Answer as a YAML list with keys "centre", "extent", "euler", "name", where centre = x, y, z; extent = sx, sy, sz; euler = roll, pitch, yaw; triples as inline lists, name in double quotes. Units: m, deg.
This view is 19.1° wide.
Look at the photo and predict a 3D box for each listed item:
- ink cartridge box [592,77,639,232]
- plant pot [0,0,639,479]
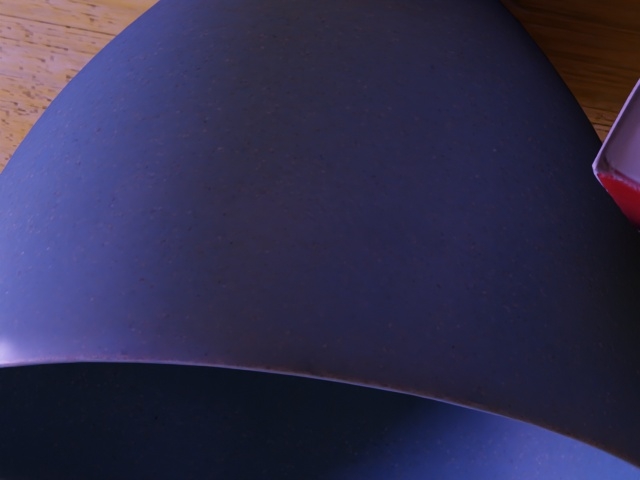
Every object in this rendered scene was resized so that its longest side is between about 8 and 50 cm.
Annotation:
- centre: [0.262, 0.022, 0.573]
  extent: [0.309, 0.130, 0.272]
  euler: [31, -179, 19]
  name: "ink cartridge box"
- centre: [0.000, 0.000, 0.747]
  extent: [0.290, 0.195, 0.290]
  euler: [6, 160, 2]
  name: "plant pot"
